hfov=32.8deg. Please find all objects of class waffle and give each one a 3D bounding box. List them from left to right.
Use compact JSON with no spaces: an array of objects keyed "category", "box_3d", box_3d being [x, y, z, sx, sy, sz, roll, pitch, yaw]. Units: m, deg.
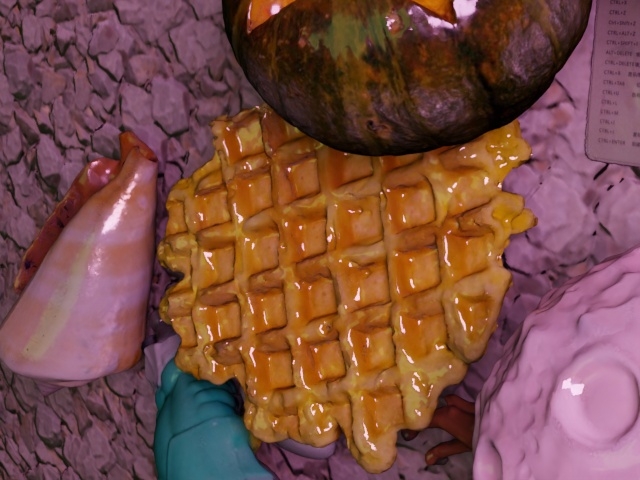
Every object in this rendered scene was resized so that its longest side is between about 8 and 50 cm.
[{"category":"waffle","box_3d":[0.002,0.000,0.793,0.312,0.060,0.307,25,98,34]}]

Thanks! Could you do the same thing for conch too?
[{"category":"conch","box_3d":[-0.198,0.036,1.000,0.255,0.127,0.158,-54,26,14]}]

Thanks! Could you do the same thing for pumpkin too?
[{"category":"pumpkin","box_3d":[0.051,-0.160,0.672,0.238,0.159,0.238,-13,60,23]}]

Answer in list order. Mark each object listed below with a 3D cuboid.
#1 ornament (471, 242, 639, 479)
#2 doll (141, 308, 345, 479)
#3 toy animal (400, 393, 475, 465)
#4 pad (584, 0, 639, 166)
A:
[{"category":"ornament","box_3d":[0.201,0.126,0.569,0.259,0.259,0.225,58,139,14]},{"category":"doll","box_3d":[-0.064,0.154,0.898,0.195,0.153,0.258,131,129,-56]},{"category":"toy animal","box_3d":[0.172,0.212,0.745,0.229,0.066,0.224,-6,97,36]},{"category":"pad","box_3d":[0.274,-0.106,0.614,0.265,0.009,0.160,13,110,38]}]
